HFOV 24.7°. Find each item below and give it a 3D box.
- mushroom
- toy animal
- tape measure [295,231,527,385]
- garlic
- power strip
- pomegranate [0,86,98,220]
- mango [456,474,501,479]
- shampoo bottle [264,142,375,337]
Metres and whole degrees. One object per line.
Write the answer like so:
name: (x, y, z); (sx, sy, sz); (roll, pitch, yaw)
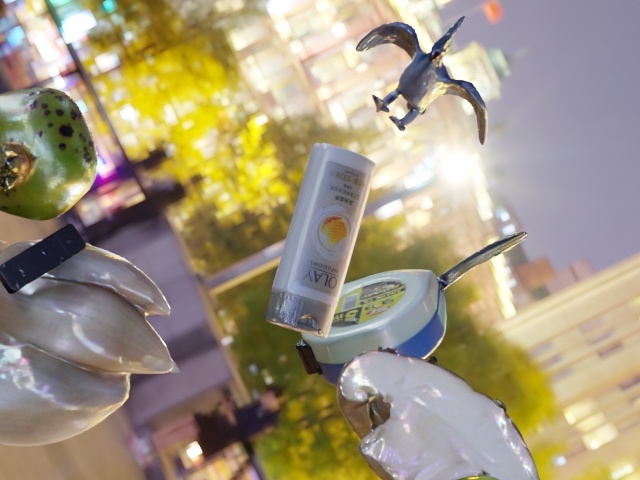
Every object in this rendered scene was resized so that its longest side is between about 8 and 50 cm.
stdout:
mushroom: (0.134, 0.254, 1.660); (0.286, 0.156, 0.151); (42, -26, 27)
toy animal: (0.160, -0.233, 2.111); (0.239, 0.176, 0.255); (45, 4, 4)
tape measure: (0.139, 0.101, 2.090); (0.215, 0.351, 0.097); (-74, 141, -65)
garlic: (-0.346, 0.117, 1.787); (0.325, 0.279, 0.132); (24, -17, 29)
power strip: (-0.334, 0.022, 1.747); (0.038, 0.111, 0.029); (58, -28, -2)
pomegranate: (-0.344, -0.100, 1.708); (0.159, 0.159, 0.205); (65, 13, -8)
mango: (0.125, 0.273, 1.392); (0.074, 0.091, 0.165); (59, -41, 8)
shampoo bottle: (0.000, 0.000, 1.781); (0.086, 0.227, 0.056); (20, -8, -30)
